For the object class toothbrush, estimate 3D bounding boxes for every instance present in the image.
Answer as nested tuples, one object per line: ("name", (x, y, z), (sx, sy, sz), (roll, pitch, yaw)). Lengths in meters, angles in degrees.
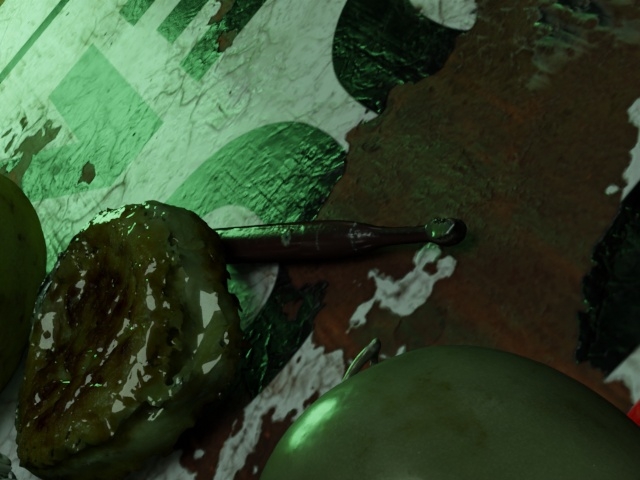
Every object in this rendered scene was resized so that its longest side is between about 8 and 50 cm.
("toothbrush", (0.001, 0.000, 1.196), (0.364, 0.041, 0.041), (-3, 57, 49))

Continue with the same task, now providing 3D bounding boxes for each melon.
("melon", (0.090, 0.190, 0.718), (0.308, 0.272, 0.271), (-10, 51, 56))

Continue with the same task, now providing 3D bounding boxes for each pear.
("pear", (-0.463, 0.061, 1.500), (0.287, 0.287, 0.375), (-30, 53, 29))

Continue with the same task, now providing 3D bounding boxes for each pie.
("pie", (-0.213, 0.109, 1.280), (0.355, 0.103, 0.288), (-26, 46, 37))

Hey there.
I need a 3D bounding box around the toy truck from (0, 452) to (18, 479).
("toy truck", (-0.319, 0.279, 1.184), (0.270, 0.135, 0.114), (36, 87, 32))
